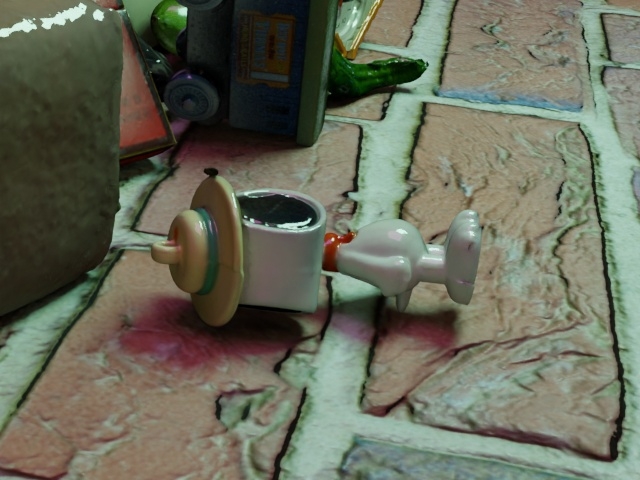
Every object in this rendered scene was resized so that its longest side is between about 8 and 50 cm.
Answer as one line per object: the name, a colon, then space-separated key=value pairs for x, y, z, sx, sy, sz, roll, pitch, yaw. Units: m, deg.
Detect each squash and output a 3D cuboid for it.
squash: x=-0.116 y=-0.331 z=1.860 sx=0.107 sy=0.107 sz=0.395 roll=17 pitch=25 yaw=22

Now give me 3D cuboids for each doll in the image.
doll: x=0.005 y=0.006 z=1.165 sx=0.271 sy=0.144 sz=0.208 roll=9 pitch=17 yaw=18

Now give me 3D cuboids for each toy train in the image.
toy train: x=-0.079 y=-0.250 z=1.504 sx=0.202 sy=0.299 sz=0.131 roll=8 pitch=47 yaw=0

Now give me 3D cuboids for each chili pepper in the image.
chili pepper: x=0.026 y=-0.233 z=1.679 sx=0.279 sy=0.122 sz=0.065 roll=12 pitch=36 yaw=-53

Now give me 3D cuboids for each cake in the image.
cake: x=-0.329 y=-0.095 z=1.130 sx=0.237 sy=0.309 sz=0.230 roll=23 pitch=34 yaw=26

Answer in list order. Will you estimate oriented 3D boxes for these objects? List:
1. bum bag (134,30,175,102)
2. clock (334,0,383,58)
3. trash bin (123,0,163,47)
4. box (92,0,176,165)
bum bag: x=-0.315 y=-0.238 z=1.520 sx=0.340 sy=0.095 sz=0.144 roll=3 pitch=48 yaw=-44
clock: x=0.014 y=-0.354 z=1.824 sx=0.106 sy=0.220 sz=0.255 roll=18 pitch=21 yaw=21
trash bin: x=-0.300 y=-0.356 z=1.869 sx=0.243 sy=0.121 sz=0.247 roll=17 pitch=31 yaw=22
box: x=-0.274 y=-0.193 z=1.418 sx=0.153 sy=0.240 sz=0.074 roll=-21 pitch=-1 yaw=-38
